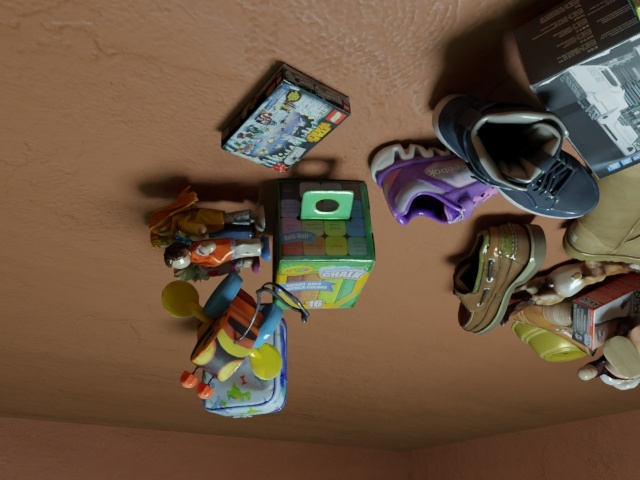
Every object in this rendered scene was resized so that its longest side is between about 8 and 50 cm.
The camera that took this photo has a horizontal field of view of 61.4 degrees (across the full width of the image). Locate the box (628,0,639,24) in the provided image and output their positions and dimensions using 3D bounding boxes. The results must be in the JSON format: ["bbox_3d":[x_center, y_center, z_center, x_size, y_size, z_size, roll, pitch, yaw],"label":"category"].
[{"bbox_3d":[0.308,-0.245,0.388,0.179,0.105,0.043,-24,152,33],"label":"box"}]

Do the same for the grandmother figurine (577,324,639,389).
[{"bbox_3d":[0.628,0.243,1.091,0.207,0.104,0.342,-3,162,17],"label":"grandmother figurine"}]

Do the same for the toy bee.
[{"bbox_3d":[-0.140,0.125,0.741,0.195,0.162,0.298,35,165,7],"label":"toy bee"}]

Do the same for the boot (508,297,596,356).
[{"bbox_3d":[0.500,0.176,1.159,0.152,0.073,0.197,1,145,51],"label":"boot"}]

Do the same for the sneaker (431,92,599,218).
[{"bbox_3d":[0.232,-0.074,0.572,0.226,0.163,0.086,28,102,-12],"label":"sneaker"}]

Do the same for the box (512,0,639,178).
[{"bbox_3d":[0.377,-0.190,0.507,0.307,0.077,0.242,-23,151,32],"label":"box"}]

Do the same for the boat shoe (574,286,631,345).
[{"bbox_3d":[0.650,0.181,1.201,0.079,0.095,0.254,-23,141,39],"label":"boat shoe"}]

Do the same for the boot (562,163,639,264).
[{"bbox_3d":[0.491,-0.056,0.769,0.236,0.089,0.270,-6,150,5],"label":"boot"}]

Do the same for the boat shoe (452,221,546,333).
[{"bbox_3d":[0.287,0.068,0.969,0.104,0.111,0.307,4,141,-4],"label":"boat shoe"}]

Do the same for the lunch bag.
[{"bbox_3d":[-0.153,0.253,1.127,0.175,0.219,0.090,-11,151,12],"label":"lunch bag"}]

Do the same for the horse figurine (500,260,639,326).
[{"bbox_3d":[0.458,0.080,1.019,0.263,0.066,0.174,-34,155,30],"label":"horse figurine"}]

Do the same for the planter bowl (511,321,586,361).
[{"bbox_3d":[0.585,0.238,1.308,0.217,0.091,0.217,-2,152,-1],"label":"planter bowl"}]

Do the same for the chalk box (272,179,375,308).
[{"bbox_3d":[0.000,0.000,0.774,0.132,0.132,0.213,1,151,-7],"label":"chalk box"}]

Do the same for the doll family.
[{"bbox_3d":[-0.170,-0.008,0.796,0.163,0.119,0.263,-4,170,-12],"label":"doll family"}]

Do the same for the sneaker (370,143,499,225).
[{"bbox_3d":[0.186,-0.071,0.695,0.236,0.105,0.095,-7,150,5],"label":"sneaker"}]

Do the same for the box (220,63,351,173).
[{"bbox_3d":[-0.043,-0.136,0.631,0.093,0.027,0.137,17,145,-34],"label":"box"}]

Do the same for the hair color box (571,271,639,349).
[{"bbox_3d":[0.573,0.136,1.056,0.167,0.053,0.093,-19,115,-19],"label":"hair color box"}]
